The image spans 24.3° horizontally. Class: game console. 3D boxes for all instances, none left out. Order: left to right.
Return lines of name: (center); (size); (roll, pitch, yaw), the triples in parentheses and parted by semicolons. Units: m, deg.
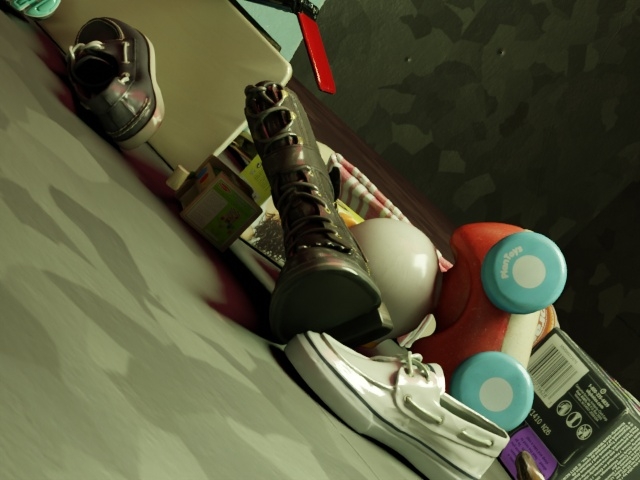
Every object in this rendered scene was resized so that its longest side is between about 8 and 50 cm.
game console: (-0.041, -0.201, 1.469); (0.124, 0.085, 0.144); (15, 5, 4)

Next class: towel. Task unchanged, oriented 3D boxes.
towel: (0.056, 0.011, 1.639); (0.197, 0.029, 0.144); (46, -36, 18)

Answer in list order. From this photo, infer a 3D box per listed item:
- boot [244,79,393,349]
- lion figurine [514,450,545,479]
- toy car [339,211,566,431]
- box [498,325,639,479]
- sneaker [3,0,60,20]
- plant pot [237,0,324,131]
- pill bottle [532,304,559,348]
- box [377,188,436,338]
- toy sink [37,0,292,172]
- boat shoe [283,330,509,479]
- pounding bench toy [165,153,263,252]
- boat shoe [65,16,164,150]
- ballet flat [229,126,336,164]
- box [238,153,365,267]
boot: (-0.021, -0.029, 1.244); (0.263, 0.091, 0.229); (55, 16, -75)
lion figurine: (0.291, 0.303, 1.076); (0.240, 0.142, 0.392); (19, 26, -24)
toy car: (0.080, 0.066, 1.389); (0.238, 0.210, 0.219); (16, -6, 0)
box: (0.316, 0.245, 1.649); (0.270, 0.143, 0.165); (40, 10, -38)
sneaker: (-0.310, -0.266, 1.405); (0.166, 0.065, 0.076); (49, -9, 3)
plant pot: (-0.171, -0.315, 1.714); (0.252, 0.247, 0.248); (16, 25, -39)
pill bottle: (0.293, 0.119, 2.290); (0.121, 0.121, 0.216); (49, 9, 31)
box: (0.111, 0.058, 1.740); (0.275, 0.094, 0.113); (48, 8, 19)
toy sink: (-0.139, -0.186, 1.486); (0.234, 0.153, 0.131); (46, 7, 12)
boat shoe: (0.065, 0.123, 1.202); (0.226, 0.076, 0.083); (39, 9, -37)
pounding bench toy: (-0.101, -0.044, 1.297); (0.083, 0.052, 0.065); (42, 8, -24)
boat shoe: (-0.193, -0.159, 1.342); (0.065, 0.075, 0.206); (43, 12, -37)
ballet flat: (-0.051, -0.105, 1.764); (0.248, 0.086, 0.086); (36, -1, 45)
box: (0.000, 0.000, 1.491); (0.232, 0.087, 0.058); (36, 9, -45)
